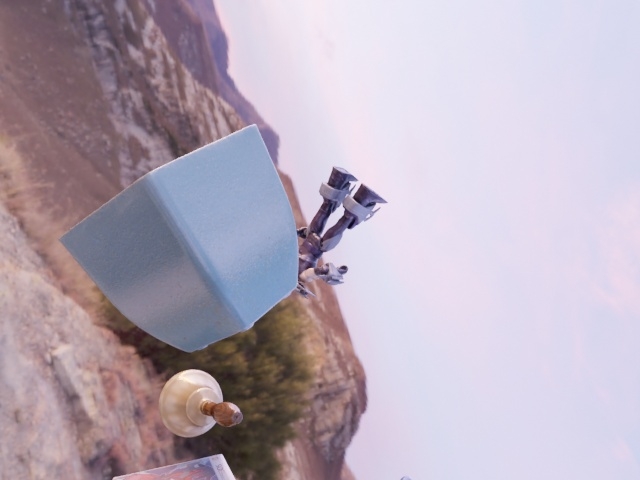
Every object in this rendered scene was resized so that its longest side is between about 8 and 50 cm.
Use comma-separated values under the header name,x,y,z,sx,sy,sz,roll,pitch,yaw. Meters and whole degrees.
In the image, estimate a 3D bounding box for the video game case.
name,x,y,z,sx,sy,sz,roll,pitch,yaw
video game case,-0.249,0.424,1.221,0.183,0.201,0.023,-171,-107,-72

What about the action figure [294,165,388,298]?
name,x,y,z,sx,sy,sz,roll,pitch,yaw
action figure,0.000,0.000,1.421,0.185,0.285,0.099,42,9,30

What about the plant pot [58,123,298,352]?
name,x,y,z,sx,sy,sz,roll,pitch,yaw
plant pot,-0.176,0.016,1.071,0.247,0.248,0.252,-27,-83,39

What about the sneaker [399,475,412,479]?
name,x,y,z,sx,sy,sz,roll,pitch,yaw
sneaker,0.217,0.611,1.504,0.131,0.112,0.297,18,-43,34

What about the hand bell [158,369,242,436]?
name,x,y,z,sx,sy,sz,roll,pitch,yaw
hand bell,-0.192,0.297,1.256,0.242,0.126,0.126,-14,-89,62
